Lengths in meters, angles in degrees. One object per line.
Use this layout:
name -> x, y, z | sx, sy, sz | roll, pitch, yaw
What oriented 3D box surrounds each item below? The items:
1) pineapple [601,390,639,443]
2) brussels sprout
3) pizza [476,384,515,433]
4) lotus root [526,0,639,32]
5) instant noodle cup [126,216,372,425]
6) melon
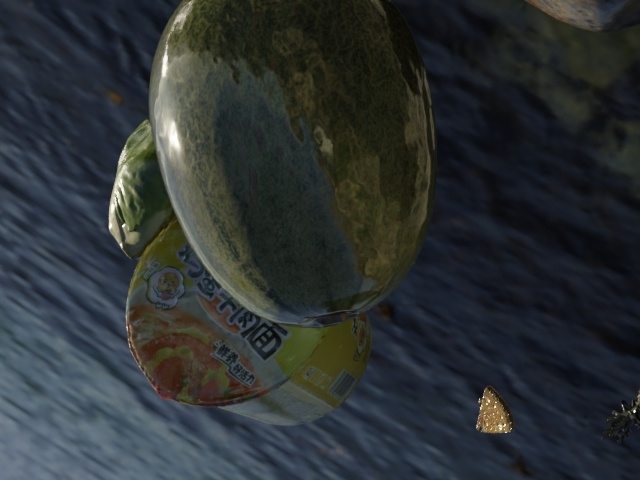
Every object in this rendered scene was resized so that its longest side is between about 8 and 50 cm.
pineapple -> 0.417, 0.219, 1.646 | 0.058, 0.058, 0.124 | 33, 124, -5
brussels sprout -> -0.177, -0.072, 1.412 | 0.100, 0.181, 0.139 | 43, 179, -16
pizza -> 0.276, 0.278, 2.037 | 0.078, 0.025, 0.083 | -49, 61, 44
lotus root -> 0.314, -0.327, 1.337 | 0.192, 0.272, 0.272 | 47, 170, 31
instant noodle cup -> -0.066, 0.093, 1.496 | 0.264, 0.264, 0.200 | 20, 168, 29
melon -> -0.021, -0.087, 1.090 | 0.249, 0.329, 0.248 | -8, 162, -3
